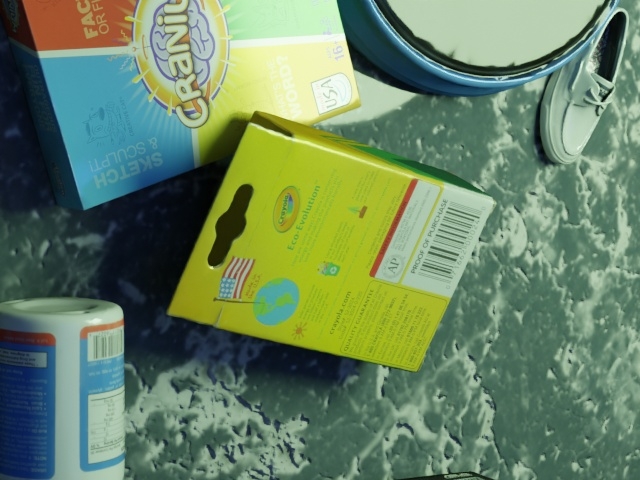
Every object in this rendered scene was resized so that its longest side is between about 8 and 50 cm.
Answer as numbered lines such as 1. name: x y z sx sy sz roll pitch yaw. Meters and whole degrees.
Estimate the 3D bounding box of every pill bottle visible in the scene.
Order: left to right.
1. pill bottle: -0.240 0.168 1.515 0.124 0.124 0.221 -2 97 -32

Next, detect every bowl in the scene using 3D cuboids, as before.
1. bowl: 0.165 -0.343 1.714 0.391 0.077 0.391 -4 99 -27

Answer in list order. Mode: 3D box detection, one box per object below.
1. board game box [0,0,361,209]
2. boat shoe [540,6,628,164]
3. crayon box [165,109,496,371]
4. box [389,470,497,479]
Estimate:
1. board game box: -0.130 -0.192 1.574 0.316 0.064 0.242 -23 107 -28
2. boat shoe: 0.297 -0.172 1.841 0.066 0.063 0.184 25 82 -31
3. crayon box: 0.000 0.000 1.624 0.318 0.081 0.202 16 103 -39
4. box: 0.078 0.412 1.768 0.242 0.076 0.307 -3 97 -31
